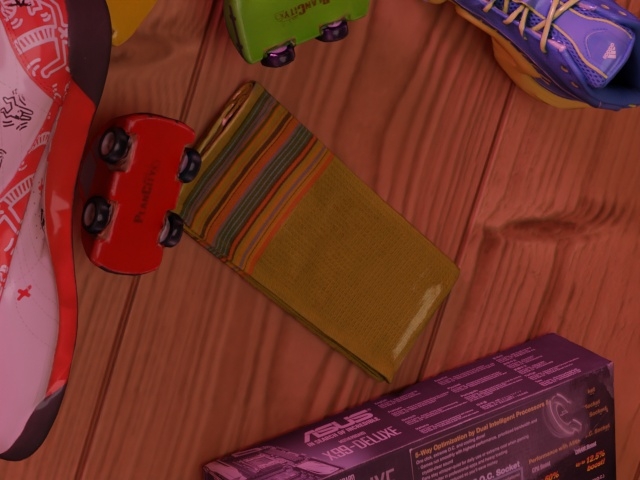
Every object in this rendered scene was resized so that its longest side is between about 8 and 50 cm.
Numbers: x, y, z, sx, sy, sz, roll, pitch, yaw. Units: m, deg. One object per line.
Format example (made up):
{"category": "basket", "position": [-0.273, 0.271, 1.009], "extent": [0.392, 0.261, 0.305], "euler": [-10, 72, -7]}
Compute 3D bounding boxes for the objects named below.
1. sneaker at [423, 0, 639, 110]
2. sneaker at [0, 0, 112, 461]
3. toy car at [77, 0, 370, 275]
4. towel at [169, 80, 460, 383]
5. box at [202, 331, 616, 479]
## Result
{"category": "sneaker", "position": [0.139, -0.163, 1.165], "extent": [0.240, 0.126, 0.091], "euler": [37, 84, -38]}
{"category": "sneaker", "position": [-0.201, -0.011, 0.948], "extent": [0.145, 0.090, 0.270], "euler": [0, 107, -38]}
{"category": "toy car", "position": [-0.072, -0.121, 1.082], "extent": [0.225, 0.053, 0.239], "euler": [-26, 120, -25]}
{"category": "towel", "position": [0.000, 0.000, 1.194], "extent": [0.237, 0.021, 0.102], "euler": [40, 83, -37]}
{"category": "box", "position": [0.074, 0.227, 1.290], "extent": [0.307, 0.076, 0.242], "euler": [-19, 116, -28]}
